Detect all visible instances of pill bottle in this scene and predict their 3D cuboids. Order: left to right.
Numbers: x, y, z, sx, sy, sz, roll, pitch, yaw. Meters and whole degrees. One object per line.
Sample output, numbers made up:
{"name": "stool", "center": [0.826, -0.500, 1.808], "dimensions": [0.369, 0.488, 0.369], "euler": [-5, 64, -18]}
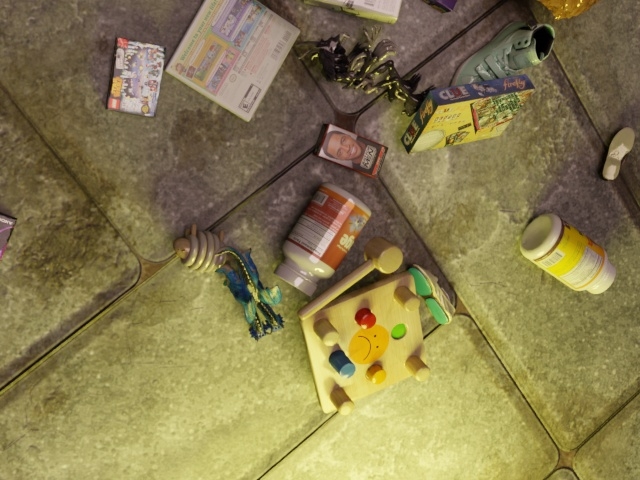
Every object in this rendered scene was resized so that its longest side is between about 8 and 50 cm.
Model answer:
{"name": "pill bottle", "center": [0.000, 0.000, 1.764], "dimensions": [0.121, 0.121, 0.216], "euler": [33, 87, -21]}
{"name": "pill bottle", "center": [0.566, 0.036, 1.973], "dimensions": [0.215, 0.117, 0.117], "euler": [32, 87, -21]}

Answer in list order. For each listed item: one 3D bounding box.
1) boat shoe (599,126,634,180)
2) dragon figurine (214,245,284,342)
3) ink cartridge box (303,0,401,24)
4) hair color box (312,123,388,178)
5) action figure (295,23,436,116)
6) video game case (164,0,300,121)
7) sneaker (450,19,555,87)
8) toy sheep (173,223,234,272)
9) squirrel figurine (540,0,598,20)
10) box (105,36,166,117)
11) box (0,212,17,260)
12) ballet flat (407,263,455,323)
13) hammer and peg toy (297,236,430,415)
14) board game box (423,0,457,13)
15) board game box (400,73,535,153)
{"name": "boat shoe", "center": [0.688, -0.201, 2.025], "dimensions": [0.049, 0.042, 0.133], "euler": [24, 89, 4]}
{"name": "dragon figurine", "center": [-0.130, 0.101, 1.691], "dimensions": [0.085, 0.289, 0.144], "euler": [-33, 69, -15]}
{"name": "ink cartridge box", "center": [0.072, -0.518, 1.707], "dimensions": [0.191, 0.082, 0.139], "euler": [13, 94, -1]}
{"name": "hair color box", "center": [0.063, -0.185, 1.800], "dimensions": [0.141, 0.043, 0.072], "euler": [18, 92, -20]}
{"name": "action figure", "center": [0.093, -0.356, 1.728], "dimensions": [0.276, 0.164, 0.141], "euler": [21, 118, -29]}
{"name": "video game case", "center": [-0.170, -0.372, 1.700], "dimensions": [0.193, 0.023, 0.212], "euler": [30, 88, -21]}
{"name": "sneaker", "center": [0.382, -0.367, 1.830], "dimensions": [0.094, 0.151, 0.256], "euler": [42, 84, -22]}
{"name": "toy sheep", "center": [-0.227, 0.020, 1.707], "dimensions": [0.132, 0.091, 0.091], "euler": [12, 94, -26]}
{"name": "squirrel figurine", "center": [0.432, -0.650, 1.732], "dimensions": [0.281, 0.370, 0.397], "euler": [-32, 136, -13]}
{"name": "box", "center": [-0.349, -0.306, 1.643], "dimensions": [0.094, 0.027, 0.137], "euler": [7, 96, -20]}
{"name": "box", "center": [-0.639, 0.014, 1.586], "dimensions": [0.116, 0.029, 0.162], "euler": [22, 89, -21]}
{"name": "ballet flat", "center": [0.244, 0.109, 1.913], "dimensions": [0.052, 0.057, 0.168], "euler": [-48, 117, -37]}
{"name": "hammer and peg toy", "center": [0.077, 0.167, 1.772], "dimensions": [0.266, 0.127, 0.361], "euler": [-22, 121, -15]}
{"name": "board game box", "center": [0.227, -0.575, 1.799], "dimensions": [0.170, 0.048, 0.141], "euler": [25, 88, -21]}
{"name": "board game box", "center": [0.304, -0.261, 1.800], "dimensions": [0.243, 0.165, 0.042], "euler": [-13, 65, -26]}
